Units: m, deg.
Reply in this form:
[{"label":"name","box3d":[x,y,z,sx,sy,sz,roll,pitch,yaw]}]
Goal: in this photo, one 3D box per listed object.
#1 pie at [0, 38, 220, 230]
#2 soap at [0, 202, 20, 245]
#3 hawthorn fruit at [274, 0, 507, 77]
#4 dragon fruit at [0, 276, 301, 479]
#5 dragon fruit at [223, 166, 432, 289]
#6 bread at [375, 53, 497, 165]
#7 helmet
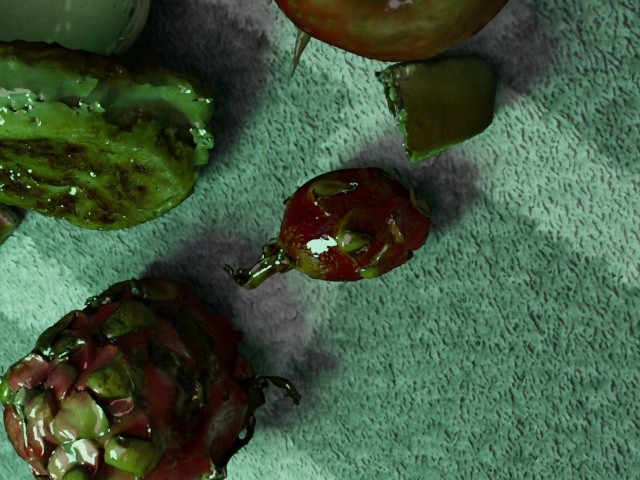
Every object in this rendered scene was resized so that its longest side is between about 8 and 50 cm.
[{"label":"pie","box3d":[-0.276,-0.101,1.459,0.355,0.288,0.103,-21,57,39]},{"label":"soap","box3d":[-0.538,-0.025,1.656,0.281,0.143,0.259,42,122,-3]},{"label":"hawthorn fruit","box3d":[0.063,-0.289,1.247,0.262,0.258,0.258,-9,108,53]},{"label":"dragon fruit","box3d":[-0.211,0.185,1.509,0.269,0.291,0.250,43,114,1]},{"label":"dragon fruit","box3d":[0.000,0.000,1.450,0.246,0.125,0.125,-24,102,35]},{"label":"bread","box3d":[0.119,-0.131,1.339,0.110,0.156,0.103,-14,100,7]},{"label":"helmet","box3d":[-0.299,-0.273,1.447,0.258,0.137,0.204,-4,118,2]}]
